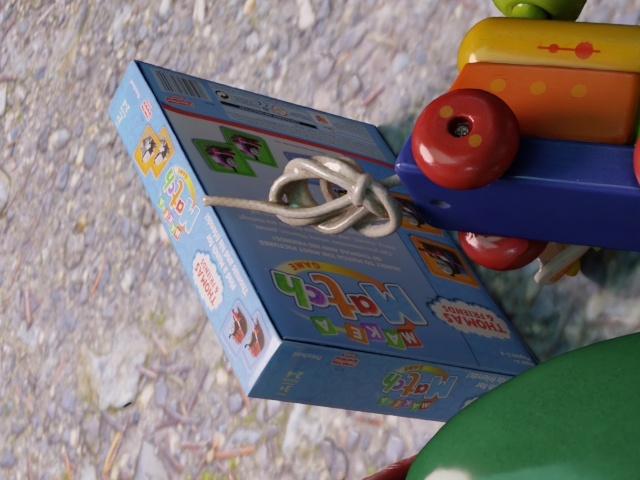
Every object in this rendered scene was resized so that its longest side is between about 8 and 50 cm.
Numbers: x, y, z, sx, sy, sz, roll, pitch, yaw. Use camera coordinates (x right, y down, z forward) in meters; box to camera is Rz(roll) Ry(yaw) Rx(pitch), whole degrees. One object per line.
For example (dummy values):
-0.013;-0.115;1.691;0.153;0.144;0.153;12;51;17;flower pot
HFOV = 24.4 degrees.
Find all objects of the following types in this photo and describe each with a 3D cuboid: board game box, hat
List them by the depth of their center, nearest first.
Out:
0.046;0.078;0.569;0.173;0.184;0.208;33;-102;-86;hat
0.000;0.000;0.724;0.039;0.160;0.211;-58;40;25;board game box

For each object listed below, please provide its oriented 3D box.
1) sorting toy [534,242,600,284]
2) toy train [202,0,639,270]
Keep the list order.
0.121;-0.029;0.678;0.075;0.045;0.083;-43;48;27;sorting toy
0.077;-0.069;0.629;0.248;0.105;0.143;7;69;21;toy train
